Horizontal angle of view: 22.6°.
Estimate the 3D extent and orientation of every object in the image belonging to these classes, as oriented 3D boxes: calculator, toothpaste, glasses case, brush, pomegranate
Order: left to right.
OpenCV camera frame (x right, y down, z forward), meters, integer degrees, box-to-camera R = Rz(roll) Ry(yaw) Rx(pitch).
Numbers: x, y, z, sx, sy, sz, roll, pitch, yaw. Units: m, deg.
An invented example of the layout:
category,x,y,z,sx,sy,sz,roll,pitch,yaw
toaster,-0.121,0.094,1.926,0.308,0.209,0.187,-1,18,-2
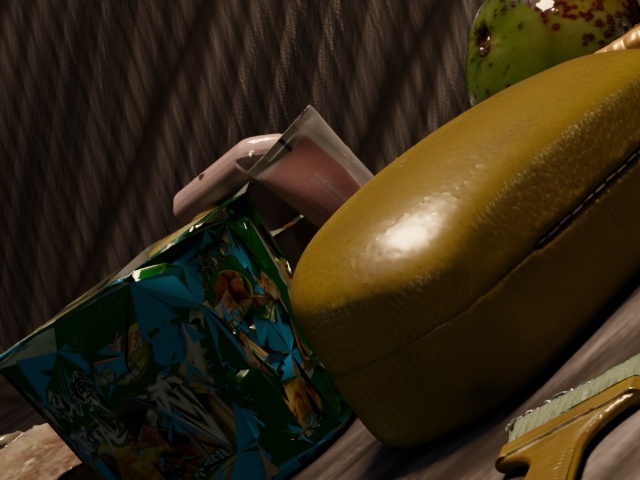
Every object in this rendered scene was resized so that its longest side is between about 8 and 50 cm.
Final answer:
category,x,y,z,sx,sy,sz,roll,pitch,yaw
calculator,-0.046,-0.041,1.244,0.100,0.032,0.175,4,-18,-28
toothpaste,0.040,-0.007,1.158,0.067,0.194,0.043,-48,10,-8
glasses case,0.116,-0.013,1.033,0.173,0.141,0.371,-30,5,46
brush,0.102,0.102,0.702,0.082,0.010,0.218,-31,6,22
pomegranate,0.277,-0.187,1.677,0.247,0.214,0.214,1,-10,-21

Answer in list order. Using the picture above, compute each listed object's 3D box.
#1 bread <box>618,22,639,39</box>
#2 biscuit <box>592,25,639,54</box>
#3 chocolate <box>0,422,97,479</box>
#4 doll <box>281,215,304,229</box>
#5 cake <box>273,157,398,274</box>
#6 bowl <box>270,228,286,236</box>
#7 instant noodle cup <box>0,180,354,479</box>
category,x,y,z,sx,sy,sz,roll,pitch,yaw
bread,0.308,-0.143,1.370,0.138,0.102,0.196,-35,5,21
biscuit,0.221,-0.090,1.231,0.249,0.160,0.030,-31,49,34
chocolate,-0.269,0.246,1.290,0.185,0.100,0.303,-13,21,49
doll,0.007,0.002,1.984,0.078,0.113,0.076,-36,18,-25
cake,0.023,0.031,1.269,0.147,0.135,0.134,-25,5,41
bowl,-0.071,0.071,1.482,0.289,0.146,0.289,-33,3,2
instant noodle cup,-0.093,0.093,1.144,0.240,0.178,0.240,-34,4,3
